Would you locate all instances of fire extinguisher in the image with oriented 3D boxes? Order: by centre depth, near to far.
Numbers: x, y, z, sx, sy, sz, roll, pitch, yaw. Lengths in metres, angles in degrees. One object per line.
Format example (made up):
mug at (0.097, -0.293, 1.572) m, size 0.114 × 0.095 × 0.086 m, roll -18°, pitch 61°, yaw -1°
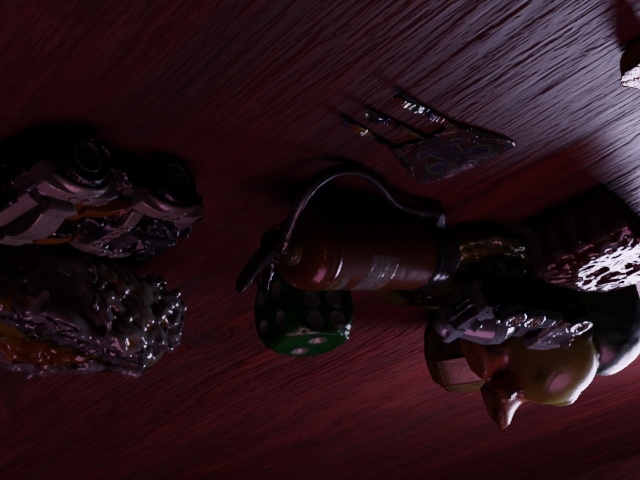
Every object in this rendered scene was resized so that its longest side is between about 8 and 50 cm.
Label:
fire extinguisher at (0.046, -0.014, 1.796) m, size 0.376 × 0.200 × 0.113 m, roll 0°, pitch -169°, yaw -44°

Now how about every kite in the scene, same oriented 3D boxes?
kite at (0.135, -0.136, 1.649) m, size 0.152 × 0.015 × 0.285 m, roll -23°, pitch 157°, yaw 28°

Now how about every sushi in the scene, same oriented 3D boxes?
sushi at (-0.396, 0.096, 1.816) m, size 0.417 × 0.176 × 0.417 m, roll 5°, pitch 165°, yaw 1°

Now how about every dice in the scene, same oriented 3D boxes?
dice at (-0.027, 0.114, 2.075) m, size 0.131 × 0.128 × 0.120 m, roll 7°, pitch 153°, yaw -30°

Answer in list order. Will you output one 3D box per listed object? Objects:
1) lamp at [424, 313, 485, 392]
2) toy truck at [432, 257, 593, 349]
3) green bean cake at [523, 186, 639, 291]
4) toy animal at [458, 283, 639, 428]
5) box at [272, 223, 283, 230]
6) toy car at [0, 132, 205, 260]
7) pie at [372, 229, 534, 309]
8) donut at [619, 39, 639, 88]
lamp at (0.295, 0.204, 2.382) m, size 0.185 × 0.161 × 0.161 m, roll -9°, pitch 159°, yaw 13°
toy truck at (0.310, 0.118, 2.033) m, size 0.256 × 0.108 × 0.140 m, roll 9°, pitch 139°, yaw -38°
green bean cake at (0.456, 0.008, 1.993) m, size 0.232 × 0.097 × 0.198 m, roll 13°, pitch 145°, yaw -44°
toy animal at (0.432, 0.181, 2.221) m, size 0.338 × 0.216 × 0.191 m, roll -25°, pitch -174°, yaw -12°
box at (0.000, 0.000, 1.906) m, size 0.089 × 0.043 × 0.125 m, roll -23°, pitch 154°, yaw 36°
toy car at (-0.283, -0.044, 1.605) m, size 0.193 × 0.118 × 0.301 m, roll -26°, pitch 154°, yaw 34°
pie at (0.227, 0.062, 2.110) m, size 0.323 × 0.071 × 0.323 m, roll -5°, pitch 160°, yaw -2°
donut at (0.389, -0.211, 1.507) m, size 0.083 × 0.038 × 0.067 m, roll 2°, pitch 155°, yaw -37°
